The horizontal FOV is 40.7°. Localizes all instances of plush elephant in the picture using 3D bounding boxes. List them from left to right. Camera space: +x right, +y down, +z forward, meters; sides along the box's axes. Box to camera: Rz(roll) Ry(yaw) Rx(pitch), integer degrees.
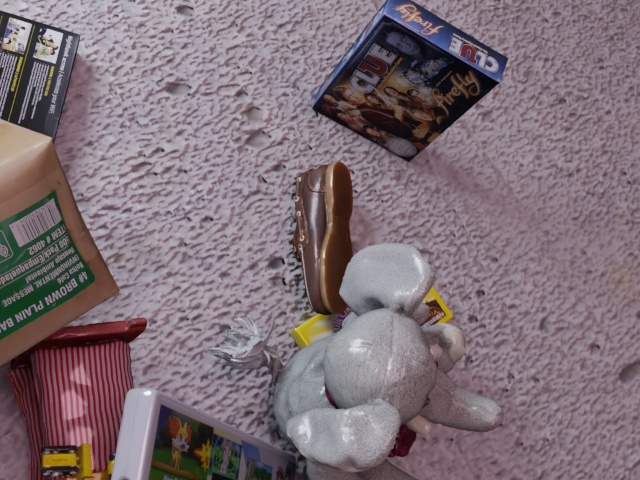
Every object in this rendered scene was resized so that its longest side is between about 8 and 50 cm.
[{"bbox_3d":[0.069,0.158,0.930,0.330,0.255,0.272,28,68,-20],"label":"plush elephant"}]

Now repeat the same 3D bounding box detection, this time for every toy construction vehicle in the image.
[{"bbox_3d":[-0.202,0.227,0.774,0.098,0.035,0.086,3,59,-29],"label":"toy construction vehicle"}]

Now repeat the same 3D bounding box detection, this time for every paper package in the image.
[{"bbox_3d":[-0.405,0.028,0.776,0.325,0.309,0.168,-34,125,-30],"label":"paper package"}]

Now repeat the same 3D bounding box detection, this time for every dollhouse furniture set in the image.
[{"bbox_3d":[-0.346,0.207,0.813,0.374,0.152,0.201,-6,73,-30],"label":"dollhouse furniture set"}]

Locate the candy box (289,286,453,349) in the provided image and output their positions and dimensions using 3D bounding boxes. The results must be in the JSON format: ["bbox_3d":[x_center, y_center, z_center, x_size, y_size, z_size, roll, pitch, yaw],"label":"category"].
[{"bbox_3d":[0.069,0.109,1.112,0.206,0.027,0.105,-31,82,-29],"label":"candy box"}]

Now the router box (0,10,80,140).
[{"bbox_3d":[-0.371,-0.182,1.025,0.133,0.046,0.179,14,66,-18],"label":"router box"}]

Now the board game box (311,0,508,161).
[{"bbox_3d":[0.106,-0.202,1.120,0.165,0.243,0.042,27,64,-11],"label":"board game box"}]

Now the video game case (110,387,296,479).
[{"bbox_3d":[-0.112,0.327,0.821,0.036,0.329,0.300,-3,66,21],"label":"video game case"}]

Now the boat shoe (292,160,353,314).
[{"bbox_3d":[0.000,0.000,1.103,0.073,0.073,0.207,38,48,-50],"label":"boat shoe"}]
